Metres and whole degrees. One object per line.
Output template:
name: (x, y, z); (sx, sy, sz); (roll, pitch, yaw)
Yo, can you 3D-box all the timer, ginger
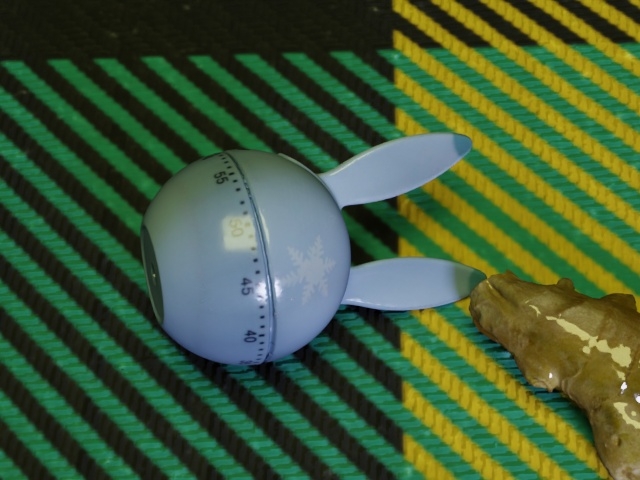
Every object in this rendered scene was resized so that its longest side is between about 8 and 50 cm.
timer: (-0.019, 0.000, 0.983); (0.255, 0.175, 0.175); (-18, 58, -38)
ginger: (0.207, 0.083, 0.943); (0.205, 0.081, 0.115); (46, 104, 15)
